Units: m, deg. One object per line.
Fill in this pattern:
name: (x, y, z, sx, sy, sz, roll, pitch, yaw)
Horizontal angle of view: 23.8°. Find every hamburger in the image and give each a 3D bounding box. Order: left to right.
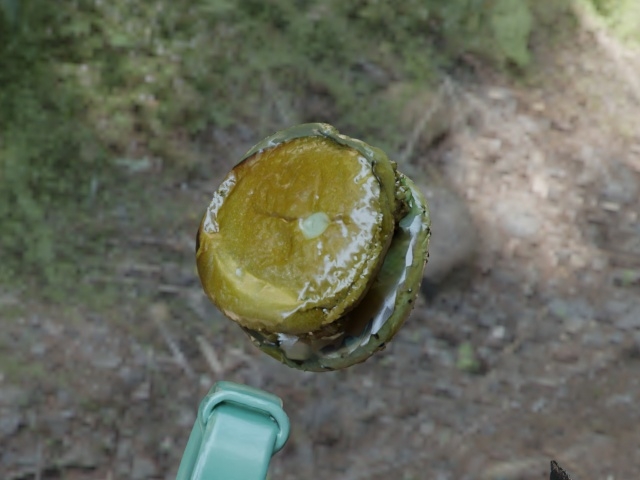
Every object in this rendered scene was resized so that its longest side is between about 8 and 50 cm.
hamburger: (0.000, 0.000, 1.143, 0.113, 0.177, 0.185, 33, 38, -46)

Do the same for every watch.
watch: (-0.085, 0.206, 1.143, 0.068, 0.237, 0.195, 19, 19, -3)

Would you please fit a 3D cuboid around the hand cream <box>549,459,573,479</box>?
hand cream: (0.240, 0.338, 1.373, 0.061, 0.270, 0.120, -15, 27, -14)
